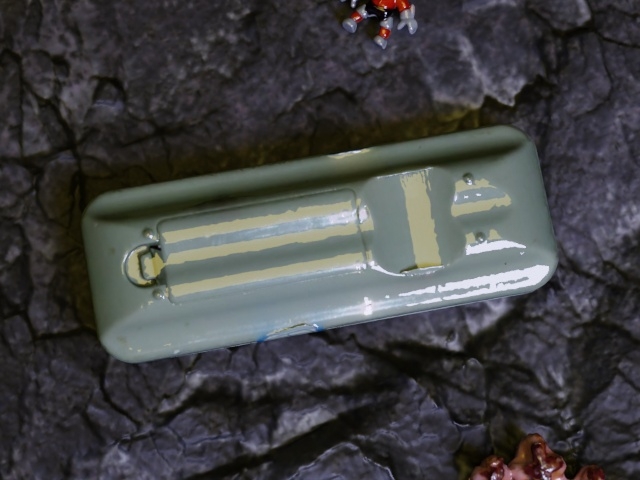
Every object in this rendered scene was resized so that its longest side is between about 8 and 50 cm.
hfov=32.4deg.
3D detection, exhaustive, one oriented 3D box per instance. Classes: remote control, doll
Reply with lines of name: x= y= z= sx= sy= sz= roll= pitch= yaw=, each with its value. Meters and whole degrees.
remote control: x=0.000 y=0.000 z=0.796 sx=0.335 sy=0.065 sz=0.128 roll=-10 pitch=80 yaw=-4
doll: x=0.059 y=-0.204 z=0.839 sx=0.057 sy=0.039 sz=0.114 roll=29 pitch=96 yaw=34

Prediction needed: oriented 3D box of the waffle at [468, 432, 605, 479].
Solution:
waffle: x=0.168 y=0.268 z=0.775 sx=0.234 sy=0.055 sz=0.221 roll=35 pitch=84 yaw=7
